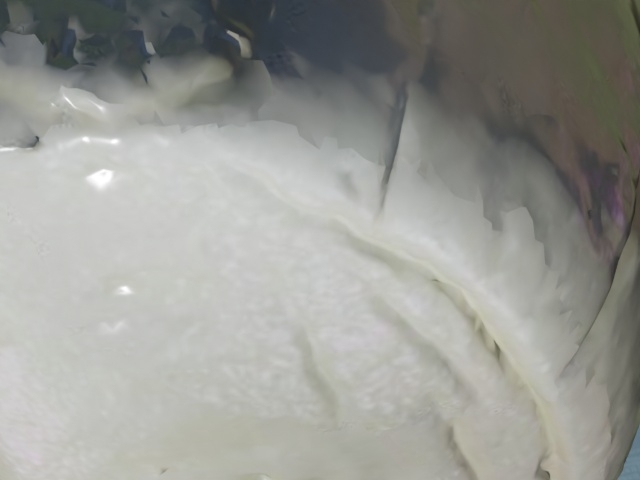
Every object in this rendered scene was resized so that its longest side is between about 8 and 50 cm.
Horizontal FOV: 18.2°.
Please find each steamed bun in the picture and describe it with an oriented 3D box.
[{"bbox_3d":[0.004,0.002,0.650,0.236,0.247,0.383,1,147,6],"label":"steamed bun"}]

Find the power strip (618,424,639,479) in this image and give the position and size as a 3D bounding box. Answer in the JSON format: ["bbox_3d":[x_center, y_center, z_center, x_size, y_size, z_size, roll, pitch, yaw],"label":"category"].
[{"bbox_3d":[0.194,0.158,1.220,0.216,0.044,0.137,-14,99,36],"label":"power strip"}]
